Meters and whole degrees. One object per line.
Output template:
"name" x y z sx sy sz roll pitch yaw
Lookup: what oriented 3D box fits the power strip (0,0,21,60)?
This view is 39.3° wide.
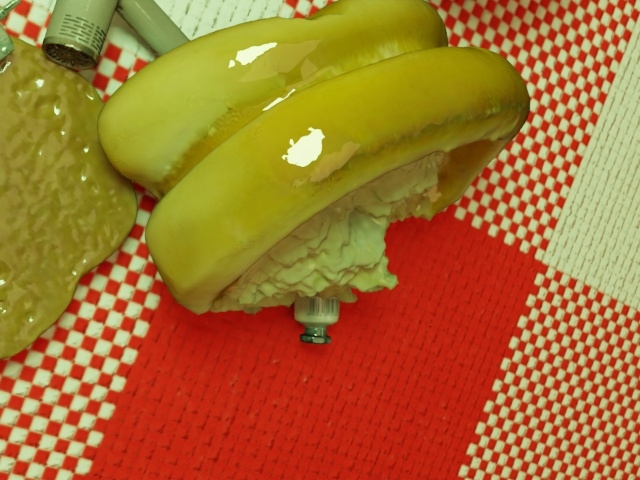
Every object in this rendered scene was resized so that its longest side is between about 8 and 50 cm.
"power strip" -0.345 -0.121 0.735 0.252 0.027 0.060 -46 117 -18

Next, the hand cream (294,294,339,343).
"hand cream" 0.000 0.000 1.019 0.080 0.050 0.233 4 89 -30

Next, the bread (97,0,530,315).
"bread" 0.006 -0.088 0.897 0.424 0.245 0.328 -25 150 -34

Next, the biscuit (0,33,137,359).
"biscuit" -0.344 -0.031 0.799 0.312 0.057 0.351 42 76 -28

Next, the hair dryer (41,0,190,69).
"hair dryer" -0.149 -0.224 0.876 0.220 0.054 0.195 28 69 -45
